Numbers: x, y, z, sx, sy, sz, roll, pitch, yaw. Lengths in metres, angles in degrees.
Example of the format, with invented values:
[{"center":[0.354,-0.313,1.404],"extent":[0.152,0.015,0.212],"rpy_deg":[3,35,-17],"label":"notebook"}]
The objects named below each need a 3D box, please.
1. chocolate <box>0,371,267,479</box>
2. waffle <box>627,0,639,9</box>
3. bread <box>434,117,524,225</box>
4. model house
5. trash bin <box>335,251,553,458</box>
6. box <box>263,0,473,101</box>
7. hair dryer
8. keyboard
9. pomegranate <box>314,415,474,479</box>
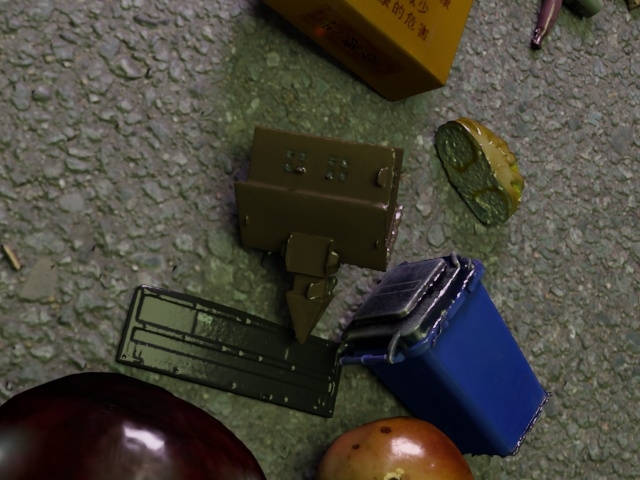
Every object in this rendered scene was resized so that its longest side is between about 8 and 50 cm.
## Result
[{"center":[-0.210,0.297,0.809],"extent":[0.383,0.383,0.331],"rpy_deg":[16,56,-24],"label":"chocolate"},{"center":[0.504,-0.447,1.486],"extent":[0.092,0.021,0.135],"rpy_deg":[-22,89,-30],"label":"waffle"},{"center":[0.232,-0.099,1.247],"extent":[0.094,0.083,0.157],"rpy_deg":[-19,87,-41],"label":"bread"},{"center":[0.000,0.000,1.075],"extent":[0.181,0.176,0.248],"rpy_deg":[12,97,15],"label":"model house"},{"center":[0.154,0.153,1.108],"extent":[0.234,0.162,0.184],"rpy_deg":[52,58,-17],"label":"trash bin"},{"center":[0.105,-0.429,1.195],"extent":[0.264,0.116,0.415],"rpy_deg":[31,67,-31],"label":"box"},{"center":[0.362,-0.352,1.386],"extent":[0.106,0.054,0.154],"rpy_deg":[42,74,-18],"label":"hair dryer"},{"center":[-0.142,0.116,1.033],"extent":[0.381,0.041,0.103],"rpy_deg":[22,69,-28],"label":"keyboard"},{"center":[0.086,0.296,1.027],"extent":[0.191,0.191,0.191],"rpy_deg":[6,77,-26],"label":"pomegranate"}]
